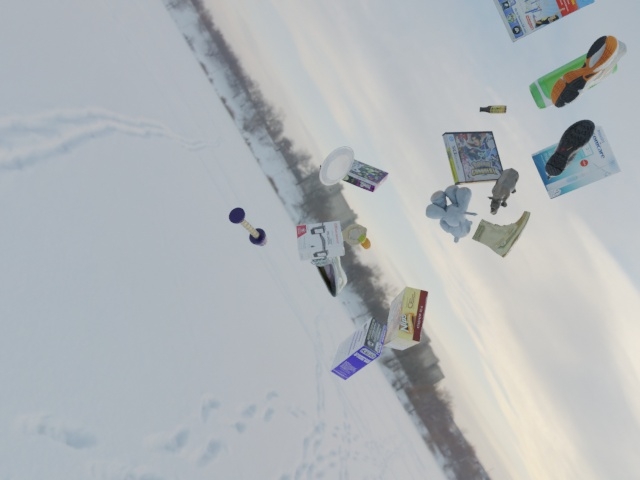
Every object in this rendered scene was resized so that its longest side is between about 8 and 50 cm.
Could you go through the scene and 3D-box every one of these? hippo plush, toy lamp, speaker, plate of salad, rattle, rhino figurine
[{"bbox_3d":[0.712,-0.132,2.456,0.294,0.234,0.236,35,-5,43],"label":"hippo plush"},{"bbox_3d":[-0.294,-0.048,1.994,0.080,0.080,0.275,59,1,30],"label":"toy lamp"},{"bbox_3d":[0.997,-0.642,1.896,0.131,0.296,0.131,46,30,-36],"label":"speaker"},{"bbox_3d":[0.068,-0.334,2.118,0.048,0.199,0.200,45,-8,31],"label":"plate of salad"},{"bbox_3d":[0.169,-0.023,2.638,0.142,0.199,0.130,20,73,-66],"label":"rattle"},{"bbox_3d":[0.686,-0.183,1.807,0.073,0.243,0.106,21,-36,29],"label":"rhino figurine"}]

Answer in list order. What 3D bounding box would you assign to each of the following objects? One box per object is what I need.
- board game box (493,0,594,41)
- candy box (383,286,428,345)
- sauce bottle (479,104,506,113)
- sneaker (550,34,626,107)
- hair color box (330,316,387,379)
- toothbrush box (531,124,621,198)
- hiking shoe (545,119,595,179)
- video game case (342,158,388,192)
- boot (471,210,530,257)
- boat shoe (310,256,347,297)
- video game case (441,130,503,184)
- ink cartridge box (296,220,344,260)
[{"bbox_3d":[0.803,-0.955,1.770,0.308,0.301,0.086,48,43,-29],"label":"board game box"},{"bbox_3d":[0.309,0.295,1.763,0.316,0.087,0.183,93,11,-72],"label":"candy box"},{"bbox_3d":[0.857,-0.650,2.372,0.042,0.128,0.042,2,90,-72],"label":"sauce bottle"},{"bbox_3d":[0.876,-0.531,1.548,0.262,0.120,0.099,-53,-130,49],"label":"sneaker"},{"bbox_3d":[0.194,0.553,2.423,0.110,0.339,0.185,32,45,-6],"label":"hair color box"},{"bbox_3d":[1.123,-0.345,2.113,0.217,0.295,0.126,64,26,-5],"label":"toothbrush box"},{"bbox_3d":[0.859,-0.318,1.666,0.086,0.227,0.114,40,8,16],"label":"hiking shoe"},{"bbox_3d":[0.200,-0.318,2.308,0.210,0.042,0.232,25,31,14],"label":"video game case"},{"bbox_3d":[0.909,-0.070,2.403,0.203,0.262,0.095,34,6,27],"label":"boot"},{"bbox_3d":[0.030,0.126,2.235,0.103,0.118,0.321,-62,140,-41],"label":"boat shoe"},{"bbox_3d":[0.710,-0.385,2.203,0.035,0.274,0.249,142,-61,-66],"label":"video game case"},{"bbox_3d":[0.000,0.000,1.591,0.063,0.150,0.109,80,2,-53],"label":"ink cartridge box"}]
